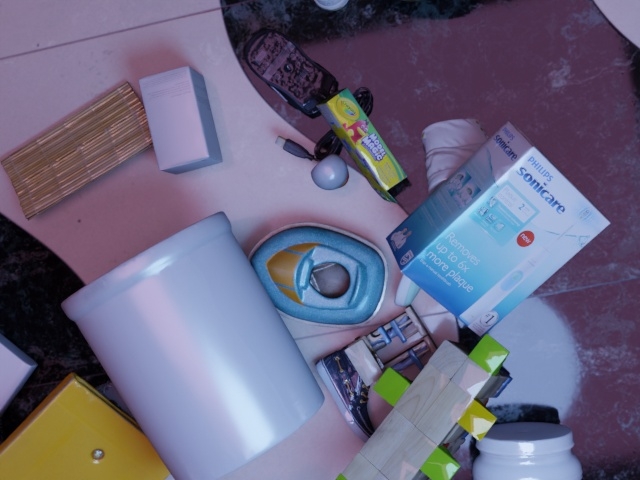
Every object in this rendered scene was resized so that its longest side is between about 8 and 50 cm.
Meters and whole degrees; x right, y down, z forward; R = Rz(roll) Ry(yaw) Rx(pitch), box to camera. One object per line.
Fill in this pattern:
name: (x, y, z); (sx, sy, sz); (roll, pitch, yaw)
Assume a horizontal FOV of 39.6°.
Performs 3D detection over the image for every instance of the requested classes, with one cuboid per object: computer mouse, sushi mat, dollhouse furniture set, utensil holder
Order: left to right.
sushi mat: (-0.477, -0.177, 1.758); (0.317, 0.019, 0.151); (-30, 69, 6)
utensil holder: (-0.217, 0.194, 1.581); (0.328, 0.327, 0.385); (-30, 92, 7)
computer mouse: (-0.050, -0.268, 1.699); (0.262, 0.060, 0.184); (32, 90, -5)
dollhouse furniture set: (0.140, 0.209, 1.606); (0.129, 0.184, 0.128); (-33, 86, 6)

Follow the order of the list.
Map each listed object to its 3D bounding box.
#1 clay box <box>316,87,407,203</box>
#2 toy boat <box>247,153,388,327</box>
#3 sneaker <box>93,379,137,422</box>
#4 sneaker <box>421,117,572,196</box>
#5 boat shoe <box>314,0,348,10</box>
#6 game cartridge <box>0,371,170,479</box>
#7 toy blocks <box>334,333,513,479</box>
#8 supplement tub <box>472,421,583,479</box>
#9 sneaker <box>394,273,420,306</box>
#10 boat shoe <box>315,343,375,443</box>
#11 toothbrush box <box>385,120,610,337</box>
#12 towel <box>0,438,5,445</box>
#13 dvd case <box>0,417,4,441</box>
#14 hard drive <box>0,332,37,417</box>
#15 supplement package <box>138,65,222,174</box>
clay box: (0.081, -0.171, 1.624); (0.053, 0.127, 0.222); (-37, 101, -3)
toy boat: (0.000, 0.000, 1.644); (0.268, 0.148, 0.318); (9, 91, 8)
sneaker: (-0.399, 0.256, 1.731); (0.132, 0.086, 0.228); (-15, 89, 10)
sneaker: (0.324, -0.146, 1.619); (0.293, 0.108, 0.169); (7, 54, -19)
boat shoe: (0.049, -0.574, 1.664); (0.098, 0.096, 0.276); (14, 91, 9)
game cartridge: (-0.475, 0.449, 1.666); (0.323, 0.053, 0.285); (-45, 115, -5)
toy blocks: (0.199, 0.323, 1.569); (0.191, 0.261, 0.381); (39, 95, 22)
supplement tub: (0.369, 0.472, 1.570); (0.191, 0.191, 0.272); (-4, 90, 8)
sneaker: (0.251, 0.041, 1.634); (0.151, 0.094, 0.255); (34, 92, 6)
boat shoe: (0.070, 0.288, 1.675); (0.083, 0.065, 0.183); (-32, 85, 8)
toothbrush box: (0.295, -0.016, 1.504); (0.295, 0.126, 0.216); (-44, 116, 13)
towel: (-0.669, 0.490, 1.702); (0.235, 0.121, 0.283); (-43, 113, 0)
dvd case: (-0.729, 0.394, 1.803); (0.180, 0.029, 0.238); (-5, 89, 8)
hard drive: (-0.754, 0.318, 1.768); (0.233, 0.047, 0.353); (37, 95, 7)
supplement package: (-0.266, -0.227, 1.703); (0.105, 0.105, 0.179); (-14, 87, 7)
